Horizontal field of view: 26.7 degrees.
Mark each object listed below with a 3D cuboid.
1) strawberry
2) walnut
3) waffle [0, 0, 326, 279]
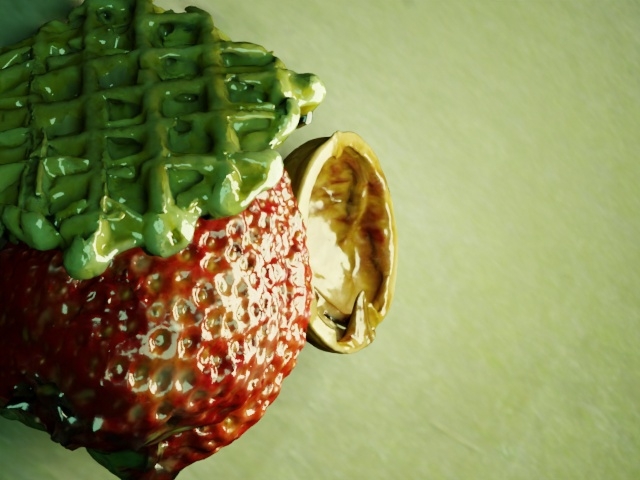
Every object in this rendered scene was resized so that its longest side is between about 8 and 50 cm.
[{"bbox_3d":[-0.134,0.042,1.086,0.238,0.250,0.288,30,84,13],"label":"strawberry"},{"bbox_3d":[-0.002,-0.002,1.246,0.167,0.087,0.211,-30,119,-48],"label":"walnut"},{"bbox_3d":[-0.168,-0.096,1.029,0.297,0.317,0.073,-39,141,-33],"label":"waffle"}]
